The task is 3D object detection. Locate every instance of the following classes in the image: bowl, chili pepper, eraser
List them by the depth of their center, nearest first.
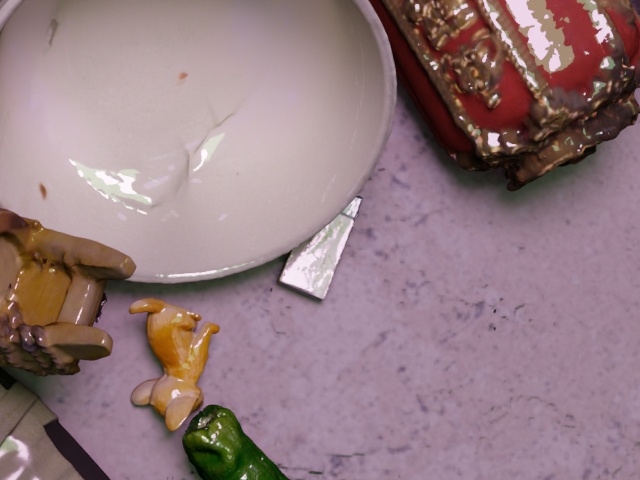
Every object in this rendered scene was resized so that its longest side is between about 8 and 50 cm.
[{"bbox_3d":[-0.096,-0.116,0.858,0.277,0.277,0.145,-6,39,-10],"label":"bowl"},{"bbox_3d":[-0.021,0.186,0.894,0.182,0.073,0.050,34,55,3],"label":"chili pepper"},{"bbox_3d":[0.000,0.000,0.952,0.038,0.019,0.083,23,78,-3],"label":"eraser"}]

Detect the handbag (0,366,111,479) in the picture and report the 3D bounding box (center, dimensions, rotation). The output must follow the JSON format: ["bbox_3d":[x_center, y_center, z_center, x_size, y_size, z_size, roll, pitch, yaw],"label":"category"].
[{"bbox_3d":[-0.237,0.232,0.835,0.316,0.109,0.253,44,74,5],"label":"handbag"}]

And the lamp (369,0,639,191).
[{"bbox_3d":[0.121,-0.177,0.926,0.177,0.177,0.274,-29,85,-12],"label":"lamp"}]

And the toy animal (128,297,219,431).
[{"bbox_3d":[-0.109,0.089,0.903,0.081,0.060,0.083,32,73,-44],"label":"toy animal"}]

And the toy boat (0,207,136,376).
[{"bbox_3d":[-0.259,0.013,0.815,0.310,0.115,0.089,13,69,17],"label":"toy boat"}]
